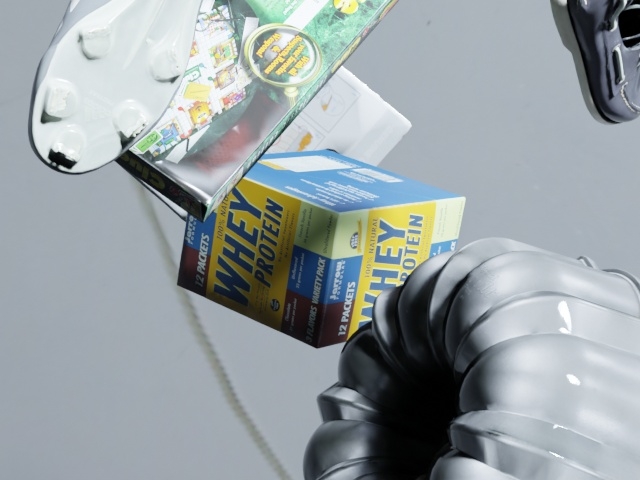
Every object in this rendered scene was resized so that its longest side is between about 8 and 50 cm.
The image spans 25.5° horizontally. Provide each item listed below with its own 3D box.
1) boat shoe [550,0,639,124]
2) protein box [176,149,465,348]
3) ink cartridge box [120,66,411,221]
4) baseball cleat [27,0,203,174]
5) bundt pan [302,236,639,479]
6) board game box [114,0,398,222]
[{"bbox_3d":[0.216,-0.142,1.009,0.065,0.206,0.075,-2,66,24],"label":"boat shoe"},{"bbox_3d":[0.000,0.000,1.429,0.199,0.201,0.136,21,109,37],"label":"protein box"},{"bbox_3d":[-0.114,-0.176,1.711,0.385,0.091,0.308,40,121,-3],"label":"ink cartridge box"},{"bbox_3d":[-0.103,-0.129,0.773,0.072,0.109,0.206,32,82,-25],"label":"baseball cleat"},{"bbox_3d":[0.095,0.143,1.008,0.124,0.331,0.331,25,94,-25],"label":"bundt pan"},{"bbox_3d":[-0.057,-0.137,0.941,0.136,0.030,0.260,34,57,8],"label":"board game box"}]
